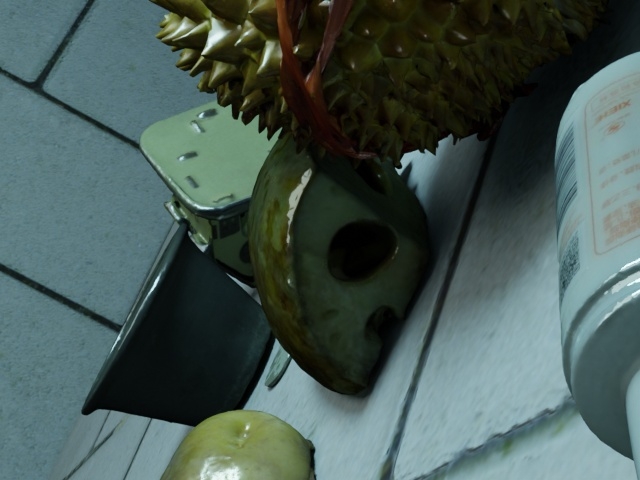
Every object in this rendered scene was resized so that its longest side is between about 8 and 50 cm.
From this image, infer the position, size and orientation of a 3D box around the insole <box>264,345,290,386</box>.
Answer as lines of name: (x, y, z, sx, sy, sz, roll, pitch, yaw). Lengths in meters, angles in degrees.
insole: (-0.014, 0.065, 1.241, 0.193, 0.006, 0.065, -66, 13, -24)

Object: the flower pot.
flower pot: (-0.145, 0.114, 1.329, 0.235, 0.148, 0.235, -61, 9, 16)

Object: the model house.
model house: (-0.092, -0.026, 1.560, 0.205, 0.218, 0.278, 49, 154, 38)

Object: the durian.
durian: (0.044, -0.216, 0.862, 0.384, 0.347, 0.347, -5, 52, 45)

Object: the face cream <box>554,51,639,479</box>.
face cream: (0.137, 0.029, 0.435, 0.101, 0.101, 0.251, -53, 14, 35)

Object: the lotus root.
lotus root: (-0.004, -0.004, 1.030, 0.210, 0.142, 0.314, -61, 10, 6)

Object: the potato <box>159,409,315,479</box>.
potato: (-0.076, 0.213, 0.933, 0.138, 0.098, 0.243, -53, 15, 26)
